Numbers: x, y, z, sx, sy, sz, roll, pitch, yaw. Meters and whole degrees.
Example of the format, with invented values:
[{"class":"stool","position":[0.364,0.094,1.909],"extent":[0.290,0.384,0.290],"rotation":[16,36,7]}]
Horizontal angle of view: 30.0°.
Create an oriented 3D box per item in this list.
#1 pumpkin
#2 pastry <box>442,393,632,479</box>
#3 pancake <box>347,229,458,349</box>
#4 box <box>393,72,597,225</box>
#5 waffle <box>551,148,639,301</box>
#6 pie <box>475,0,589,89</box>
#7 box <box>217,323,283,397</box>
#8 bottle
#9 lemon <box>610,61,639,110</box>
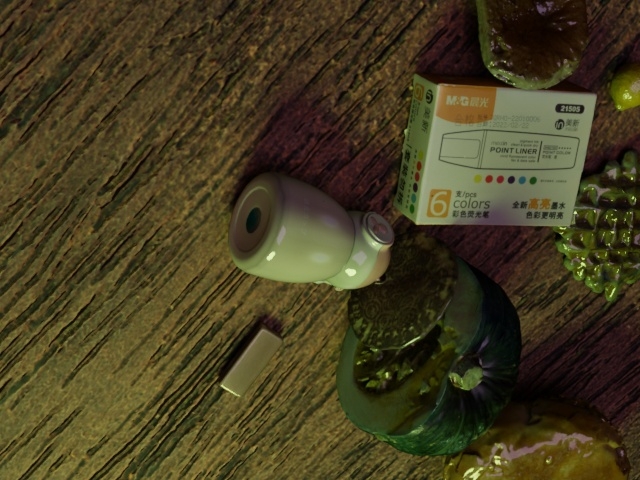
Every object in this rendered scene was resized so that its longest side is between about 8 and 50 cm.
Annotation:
[{"class":"pumpkin","position":[0.188,0.183,1.787],"extent":[0.197,0.263,0.293],"rotation":[30,91,-36]},{"class":"pastry","position":[0.344,0.364,1.962],"extent":[0.310,0.162,0.255],"rotation":[-7,123,-5]},{"class":"pancake","position":[0.120,0.072,1.759],"extent":[0.021,0.199,0.199],"rotation":[34,97,-40]},{"class":"box","position":[0.258,-0.132,1.778],"extent":[0.273,0.091,0.221],"rotation":[-1,110,-19]},{"class":"waffle","position":[0.474,-0.020,1.917],"extent":[0.204,0.054,0.223],"rotation":[-40,118,0]},{"class":"pie","position":[0.305,-0.313,1.711],"extent":[0.195,0.046,0.195],"rotation":[2,84,-20]},{"class":"box","position":[-0.106,0.182,1.813],"extent":[0.048,0.025,0.115],"rotation":[34,97,-21]},{"class":"bottle","position":[0.000,0.000,1.717],"extent":[0.236,0.147,0.148],"rotation":[17,104,-32]},{"class":"lemon","position":[0.475,-0.236,1.829],"extent":[0.062,0.062,0.083],"rotation":[21,107,-25]}]
